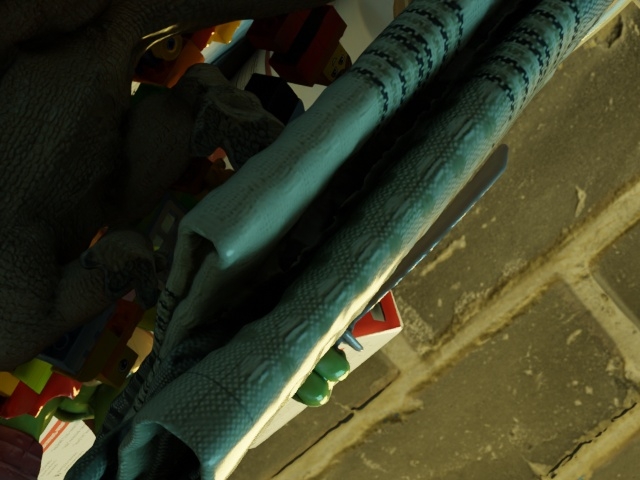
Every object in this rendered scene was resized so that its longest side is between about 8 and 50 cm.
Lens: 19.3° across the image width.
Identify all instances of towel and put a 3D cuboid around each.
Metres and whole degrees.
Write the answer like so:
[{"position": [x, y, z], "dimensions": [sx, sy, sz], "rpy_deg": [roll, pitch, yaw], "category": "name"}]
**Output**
[{"position": [0.000, 0.000, 0.671], "dimensions": [0.324, 0.056, 0.312], "rpy_deg": [-50, 178, -29], "category": "towel"}]

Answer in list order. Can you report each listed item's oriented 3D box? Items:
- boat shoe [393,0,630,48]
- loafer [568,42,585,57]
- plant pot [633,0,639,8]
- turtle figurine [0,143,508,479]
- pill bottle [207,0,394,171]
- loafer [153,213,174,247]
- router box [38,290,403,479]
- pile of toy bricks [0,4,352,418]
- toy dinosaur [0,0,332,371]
[{"position": [0.139, -0.208, 0.911], "dimensions": [0.341, 0.121, 0.110], "rpy_deg": [-51, 167, 24], "category": "boat shoe"}, {"position": [0.046, -0.104, 1.275], "dimensions": [0.130, 0.134, 0.366], "rpy_deg": [-24, 164, -33], "category": "loafer"}, {"position": [0.321, -0.272, 1.125], "dimensions": [0.256, 0.256, 0.274], "rpy_deg": [-43, -169, 50], "category": "plant pot"}, {"position": [-0.087, 0.043, 0.861], "dimensions": [0.275, 0.266, 0.198], "rpy_deg": [-7, 152, 30], "category": "turtle figurine"}, {"position": [0.005, -0.071, 1.118], "dimensions": [0.121, 0.121, 0.216], "rpy_deg": [-35, 175, -43], "category": "pill bottle"}, {"position": [-0.144, 0.030, 1.170], "dimensions": [0.084, 0.096, 0.267], "rpy_deg": [-34, -177, 44], "category": "loafer"}, {"position": [-0.141, 0.110, 1.398], "dimensions": [0.301, 0.082, 0.335], "rpy_deg": [-12, 164, -26], "category": "router box"}, {"position": [-0.055, -0.011, 0.769], "dimensions": [0.212, 0.118, 0.105], "rpy_deg": [-61, 141, -16], "category": "pile of toy bricks"}, {"position": [-0.119, -0.017, 0.671], "dimensions": [0.295, 0.127, 0.200], "rpy_deg": [-51, -170, -28], "category": "toy dinosaur"}]
